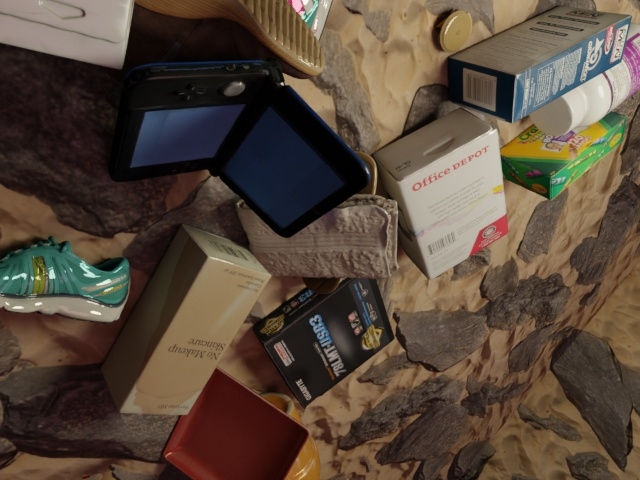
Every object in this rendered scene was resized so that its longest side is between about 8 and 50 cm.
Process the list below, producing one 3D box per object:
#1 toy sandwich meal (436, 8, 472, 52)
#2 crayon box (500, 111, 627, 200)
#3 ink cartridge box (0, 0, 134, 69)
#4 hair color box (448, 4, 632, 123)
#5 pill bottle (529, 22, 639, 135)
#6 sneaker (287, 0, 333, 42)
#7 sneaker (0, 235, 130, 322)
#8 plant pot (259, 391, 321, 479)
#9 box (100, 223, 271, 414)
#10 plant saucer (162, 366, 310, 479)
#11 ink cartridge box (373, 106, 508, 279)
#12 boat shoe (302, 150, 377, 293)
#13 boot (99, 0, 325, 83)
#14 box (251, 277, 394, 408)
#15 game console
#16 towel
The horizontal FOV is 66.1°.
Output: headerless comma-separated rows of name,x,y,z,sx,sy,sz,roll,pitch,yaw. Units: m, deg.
toy sandwich meal,0.260,-0.410,0.958,0.085,0.029,0.085,-19,131,-23
crayon box,0.604,-0.236,1.243,0.278,0.165,0.081,-37,134,-14
ink cartridge box,-0.283,-0.272,0.516,0.128,0.176,0.127,1,117,-39
hair color box,0.454,-0.376,1.027,0.347,0.174,0.105,-30,132,-19
pill bottle,0.649,-0.379,1.181,0.301,0.169,0.169,-35,134,-14
sneaker,-0.065,-0.388,0.657,0.178,0.124,0.295,-8,124,-46
sneaker,-0.407,0.045,0.707,0.275,0.107,0.110,19,86,-49
plant pot,-0.111,0.469,1.145,0.205,0.205,0.188,-19,113,-28
box,-0.239,0.145,0.867,0.148,0.121,0.311,21,104,-45
plant saucer,-0.177,0.423,1.045,0.258,0.259,0.048,-63,169,13
ink cartridge box,0.270,-0.095,1.070,0.226,0.131,0.306,-29,130,-4
boat shoe,0.040,-0.040,0.990,0.098,0.109,0.302,-53,161,-65
boot,-0.143,-0.241,0.632,0.248,0.090,0.207,26,142,-26
box,0.021,0.220,1.159,0.293,0.073,0.295,-35,133,-16
game console,-0.125,-0.089,0.659,0.250,0.293,0.173,-14,81,-30
towel,0.000,0.000,0.895,0.282,0.049,0.187,-1,134,8
